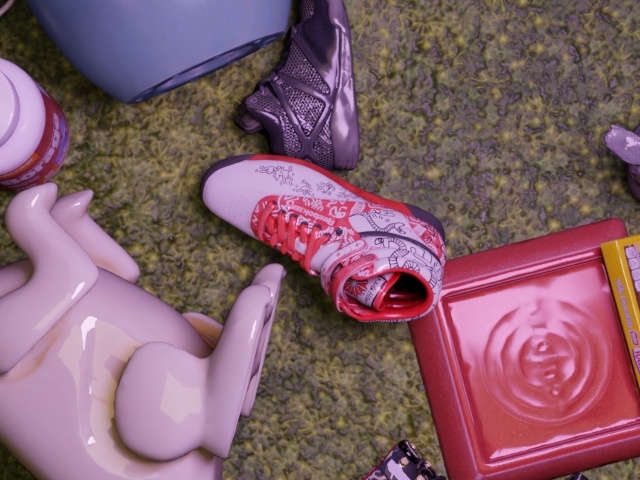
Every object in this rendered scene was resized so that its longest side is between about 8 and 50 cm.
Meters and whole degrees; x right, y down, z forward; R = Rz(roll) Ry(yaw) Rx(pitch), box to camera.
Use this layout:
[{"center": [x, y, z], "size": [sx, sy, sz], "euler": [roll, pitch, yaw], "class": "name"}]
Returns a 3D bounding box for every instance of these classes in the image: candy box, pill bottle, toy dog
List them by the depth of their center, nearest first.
[{"center": [-0.271, 0.130, 1.316], "size": [0.408, 0.284, 0.395], "euler": [16, 104, 2], "class": "toy dog"}, {"center": [-0.331, -0.118, 1.332], "size": [0.121, 0.216, 0.121], "euler": [0, 86, 0], "class": "pill bottle"}, {"center": [0.362, 0.092, 1.392], "size": [0.105, 0.027, 0.206], "euler": [-12, 85, -43], "class": "candy box"}]

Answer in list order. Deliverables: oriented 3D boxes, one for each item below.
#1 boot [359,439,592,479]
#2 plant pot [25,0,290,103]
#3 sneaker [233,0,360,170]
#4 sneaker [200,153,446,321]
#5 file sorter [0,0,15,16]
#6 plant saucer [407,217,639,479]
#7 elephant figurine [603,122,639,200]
[{"center": [0.147, 0.270, 1.348], "size": [0.178, 0.085, 0.236], "euler": [48, 115, 5], "class": "boot"}, {"center": [-0.164, -0.277, 1.322], "size": [0.293, 0.293, 0.235], "euler": [-24, 95, -2], "class": "plant pot"}, {"center": [-0.030, -0.185, 1.405], "size": [0.130, 0.087, 0.227], "euler": [-4, 91, -7], "class": "sneaker"}, {"center": [0.001, -0.001, 1.348], "size": [0.270, 0.145, 0.090], "euler": [17, 121, -6], "class": "sneaker"}, {"center": [-0.435, -0.280, 1.317], "size": [0.193, 0.278, 0.173], "euler": [-41, 92, -3], "class": "file sorter"}, {"center": [0.238, 0.127, 1.407], "size": [0.259, 0.048, 0.258], "euler": [-14, 86, -1], "class": "plant saucer"}, {"center": [0.431, -0.130, 1.376], "size": [0.169, 0.186, 0.239], "euler": [35, 87, 16], "class": "elephant figurine"}]
